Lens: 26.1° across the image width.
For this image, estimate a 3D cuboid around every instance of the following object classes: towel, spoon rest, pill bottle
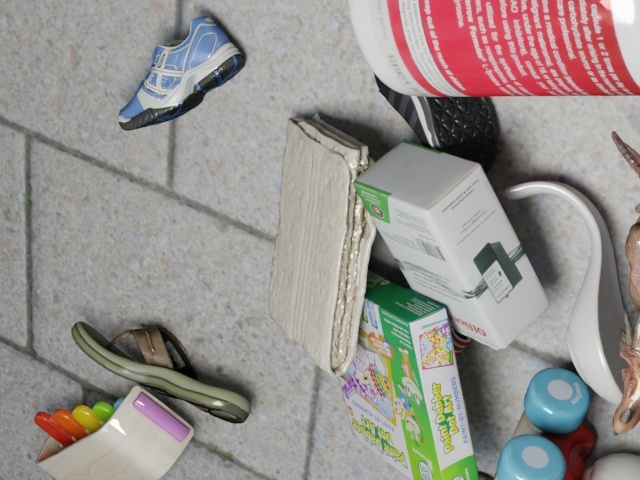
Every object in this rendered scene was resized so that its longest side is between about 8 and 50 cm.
[{"bbox_3d":[0.000,0.000,1.662,0.187,0.049,0.282,39,126,57],"label":"towel"},{"bbox_3d":[0.296,0.054,1.514,0.084,0.137,0.276,-26,84,25],"label":"spoon rest"},{"bbox_3d":[0.248,-0.251,1.309,0.407,0.229,0.229,4,115,35],"label":"pill bottle"}]

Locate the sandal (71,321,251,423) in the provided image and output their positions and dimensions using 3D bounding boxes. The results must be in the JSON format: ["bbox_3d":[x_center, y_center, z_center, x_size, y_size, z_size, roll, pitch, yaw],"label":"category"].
[{"bbox_3d":[-0.220,0.175,1.970,0.302,0.120,0.086,19,80,24],"label":"sandal"}]

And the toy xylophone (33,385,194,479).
[{"bbox_3d":[-0.300,0.336,2.081,0.322,0.081,0.236,-20,121,46],"label":"toy xylophone"}]

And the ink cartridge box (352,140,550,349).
[{"bbox_3d":[0.147,0.005,1.540,0.153,0.087,0.208,25,150,55],"label":"ink cartridge box"}]

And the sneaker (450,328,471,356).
[{"bbox_3d":[0.135,0.094,1.695,0.118,0.042,0.067,45,135,0],"label":"sneaker"}]

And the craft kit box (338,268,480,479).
[{"bbox_3d":[0.091,0.166,1.681,0.250,0.061,0.247,26,136,61],"label":"craft kit box"}]

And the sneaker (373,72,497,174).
[{"bbox_3d":[0.119,-0.169,1.565,0.235,0.084,0.097,62,160,-8],"label":"sneaker"}]

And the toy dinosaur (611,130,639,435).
[{"bbox_3d":[0.351,0.040,1.404,0.127,0.200,0.296,-3,110,37],"label":"toy dinosaur"}]

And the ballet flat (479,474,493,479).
[{"bbox_3d":[0.235,0.419,1.780,0.084,0.058,0.250,-11,106,38],"label":"ballet flat"}]

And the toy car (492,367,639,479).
[{"bbox_3d":[0.314,0.306,1.586,0.238,0.210,0.219,21,135,11],"label":"toy car"}]

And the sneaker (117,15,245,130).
[{"bbox_3d":[-0.186,-0.208,1.756,0.211,0.080,0.081,-31,87,32],"label":"sneaker"}]
